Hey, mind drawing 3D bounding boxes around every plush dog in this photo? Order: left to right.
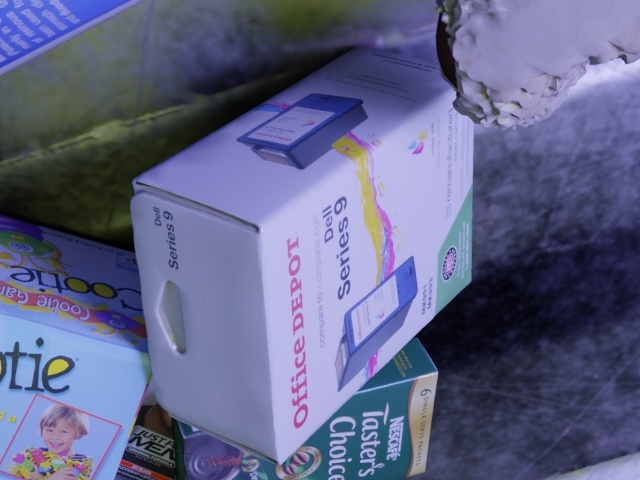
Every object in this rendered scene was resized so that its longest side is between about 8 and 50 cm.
[{"bbox_3d":[0.177,-0.194,0.569,0.211,0.225,0.262,9,122,12],"label":"plush dog"}]

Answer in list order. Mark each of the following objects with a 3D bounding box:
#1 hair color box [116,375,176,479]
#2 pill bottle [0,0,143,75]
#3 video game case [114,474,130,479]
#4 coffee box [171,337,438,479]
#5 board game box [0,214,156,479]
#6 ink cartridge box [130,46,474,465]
[{"bbox_3d":[-0.098,0.109,0.812,0.072,0.043,0.141,26,113,-21],"label":"hair color box"},{"bbox_3d":[-0.180,-0.160,0.582,0.272,0.152,0.152,-25,120,7],"label":"pill bottle"},{"bbox_3d":[-0.254,0.282,0.900,0.329,0.036,0.300,20,116,-17],"label":"video game case"},{"bbox_3d":[-0.010,0.138,0.809,0.184,0.040,0.113,-11,131,-18],"label":"coffee box"},{"bbox_3d":[-0.211,0.138,0.727,0.144,0.142,0.275,17,109,-15],"label":"board game box"},{"bbox_3d":[0.000,0.000,0.662,0.093,0.212,0.154,19,127,32],"label":"ink cartridge box"}]
